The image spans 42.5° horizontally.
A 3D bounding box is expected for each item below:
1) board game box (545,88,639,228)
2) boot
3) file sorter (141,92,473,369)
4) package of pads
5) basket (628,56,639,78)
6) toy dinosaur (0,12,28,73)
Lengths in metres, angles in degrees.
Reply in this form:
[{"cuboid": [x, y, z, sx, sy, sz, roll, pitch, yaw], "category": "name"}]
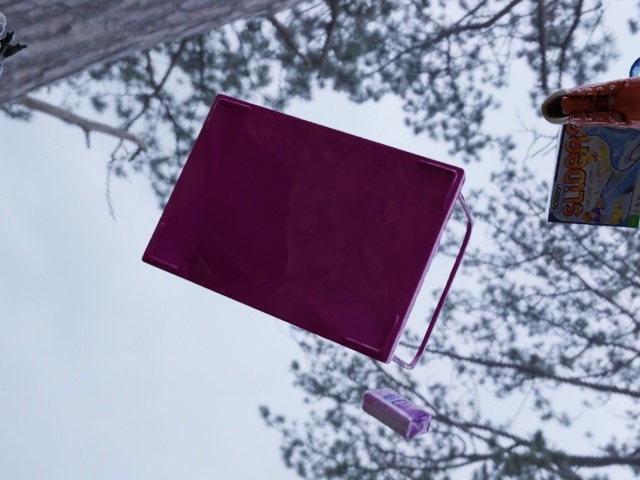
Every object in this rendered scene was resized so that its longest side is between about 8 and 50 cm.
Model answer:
[{"cuboid": [0.413, -0.118, 1.207, 0.136, 0.035, 0.201, 4, -62, 7], "category": "board game box"}, {"cuboid": [0.308, -0.145, 0.884, 0.158, 0.084, 0.059, -173, -101, -68], "category": "boot"}, {"cuboid": [0.000, 0.000, 0.912, 0.290, 0.202, 0.182, 20, -9, 22], "category": "file sorter"}, {"cuboid": [0.099, 0.224, 1.073, 0.083, 0.050, 0.032, 27, -69, 40], "category": "package of pads"}, {"cuboid": [0.592, -0.223, 1.133, 0.289, 0.201, 0.255, -38, -127, 37], "category": "basket"}, {"cuboid": [-0.308, -0.159, 0.728, 0.064, 0.118, 0.268, 23, -25, -17], "category": "toy dinosaur"}]
